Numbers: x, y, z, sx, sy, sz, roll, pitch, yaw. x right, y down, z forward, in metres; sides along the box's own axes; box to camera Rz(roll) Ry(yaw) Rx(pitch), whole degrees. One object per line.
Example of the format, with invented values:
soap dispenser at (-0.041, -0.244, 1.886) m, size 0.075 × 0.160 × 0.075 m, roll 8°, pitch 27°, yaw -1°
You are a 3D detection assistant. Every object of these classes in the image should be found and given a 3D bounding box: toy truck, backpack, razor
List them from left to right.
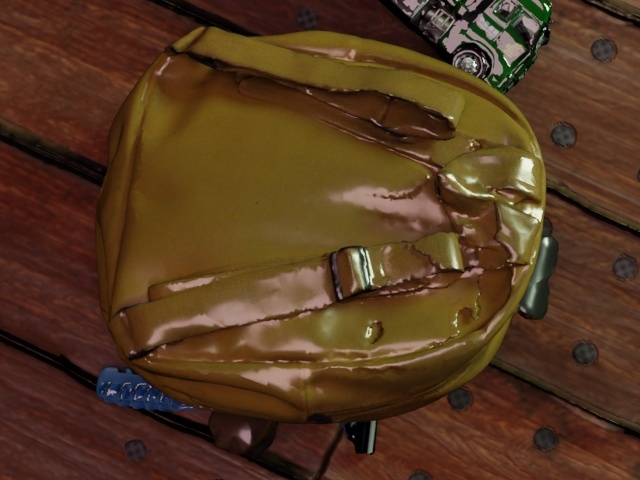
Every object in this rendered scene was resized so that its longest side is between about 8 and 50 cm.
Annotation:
razor at (-0.073, 0.141, 1.439) m, size 0.253 × 0.042 × 0.082 m, roll 5°, pitch 132°, yaw 5°
backpack at (-0.002, 0.000, 1.329) m, size 0.378 × 0.201 × 0.353 m, roll 10°, pitch 74°, yaw 14°
toy truck at (0.090, -0.240, 1.399) m, size 0.259 × 0.088 × 0.121 m, roll 43°, pitch 93°, yaw 4°
